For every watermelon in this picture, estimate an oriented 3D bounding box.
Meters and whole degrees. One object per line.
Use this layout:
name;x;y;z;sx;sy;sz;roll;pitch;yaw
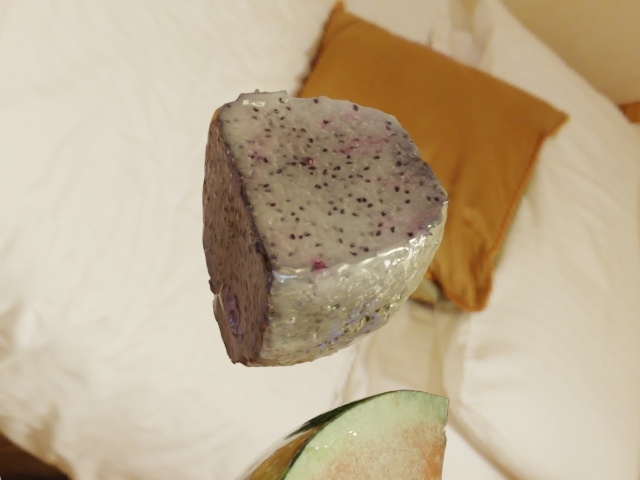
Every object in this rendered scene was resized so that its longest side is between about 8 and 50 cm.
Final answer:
watermelon;0.000;0.225;0.823;0.256;0.260;0.176;-31;87;-31

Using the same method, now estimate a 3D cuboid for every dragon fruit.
dragon fruit;0.000;0.000;1.186;0.204;0.221;0.283;97;-22;-45
